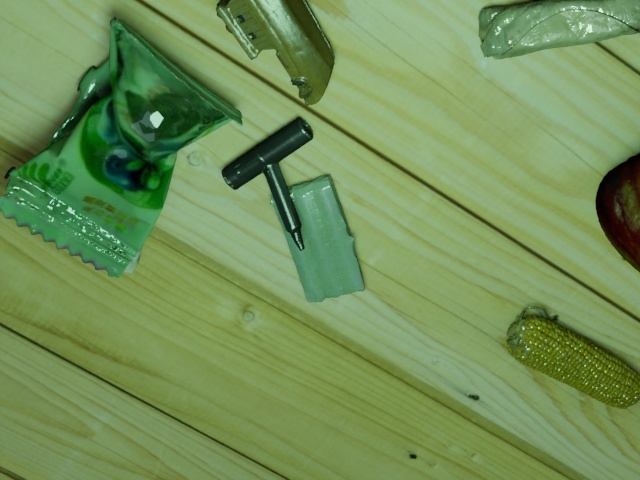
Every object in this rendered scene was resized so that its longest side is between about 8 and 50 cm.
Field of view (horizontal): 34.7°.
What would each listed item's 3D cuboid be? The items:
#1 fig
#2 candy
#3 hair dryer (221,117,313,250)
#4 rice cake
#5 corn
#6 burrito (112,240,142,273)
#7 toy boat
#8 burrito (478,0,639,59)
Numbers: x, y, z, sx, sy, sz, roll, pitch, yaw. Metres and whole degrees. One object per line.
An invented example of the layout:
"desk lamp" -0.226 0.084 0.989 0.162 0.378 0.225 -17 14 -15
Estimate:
"fig" 0.566 -0.046 1.668 0.224 0.224 0.263 -10 123 11
"candy" -0.337 -0.137 1.692 0.263 0.172 0.398 34 103 -16
"hair dryer" -0.051 -0.086 1.755 0.173 0.050 0.195 -33 90 22
"rice cake" 0.000 0.000 1.838 0.127 0.043 0.237 -14 119 12
"corn" 0.473 0.224 1.901 0.293 0.106 0.106 28 119 -15
"burrito" -0.333 -0.026 1.843 0.064 0.064 0.203 22 121 -8
"toy boat" -0.087 -0.350 1.613 0.121 0.089 0.321 -22 118 23
"burrito" 0.385 -0.337 1.595 0.275 0.059 0.082 -5 106 8
